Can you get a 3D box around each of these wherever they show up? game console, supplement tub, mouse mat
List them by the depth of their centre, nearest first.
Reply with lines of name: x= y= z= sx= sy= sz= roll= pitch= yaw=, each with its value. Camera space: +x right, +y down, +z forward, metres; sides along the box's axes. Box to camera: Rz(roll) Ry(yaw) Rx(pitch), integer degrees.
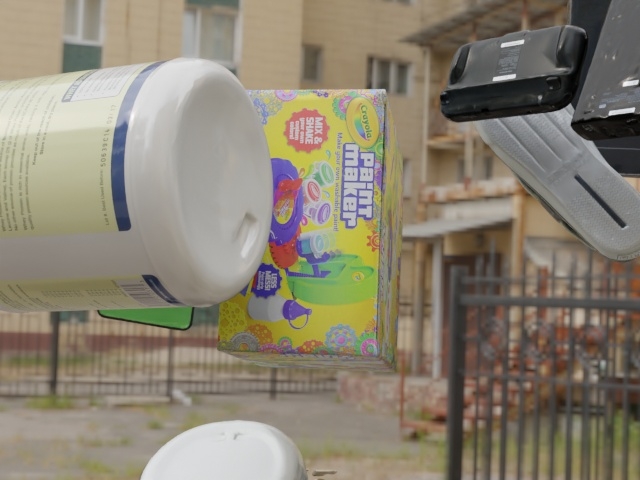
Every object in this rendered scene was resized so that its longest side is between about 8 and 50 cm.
supplement tub: x=-0.235 y=-0.048 z=1.129 sx=0.324 sy=0.235 sz=0.235 roll=-3 pitch=-5 yaw=23
game console: x=0.277 y=-0.206 z=1.270 sx=0.044 sy=0.213 sz=0.361 roll=35 pitch=-21 yaw=-34
supplement tub: x=-0.096 y=0.411 z=1.429 sx=0.207 sy=0.338 sz=0.207 roll=-8 pitch=30 yaw=5
mouse mat: x=-0.258 y=0.036 z=1.755 sx=0.152 sy=0.190 sz=0.007 roll=9 pitch=2 yaw=5

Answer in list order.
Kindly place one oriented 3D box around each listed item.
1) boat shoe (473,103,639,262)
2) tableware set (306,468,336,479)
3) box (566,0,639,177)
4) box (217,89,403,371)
boat shoe: x=0.290 y=-0.099 z=1.458 sx=0.121 sy=0.335 sz=0.119 roll=-31 pitch=-18 yaw=-4
tableware set: x=-0.045 y=0.467 z=2.059 sx=0.039 sy=0.128 sz=0.194 roll=51 pitch=17 yaw=28
box: x=0.518 y=-0.291 z=1.721 sx=0.293 sy=0.395 sz=0.212 roll=4 pitch=6 yaw=10
box: x=0.000 y=0.000 z=1.347 sx=0.177 sy=0.290 sz=0.279 roll=1 pitch=-10 yaw=7
